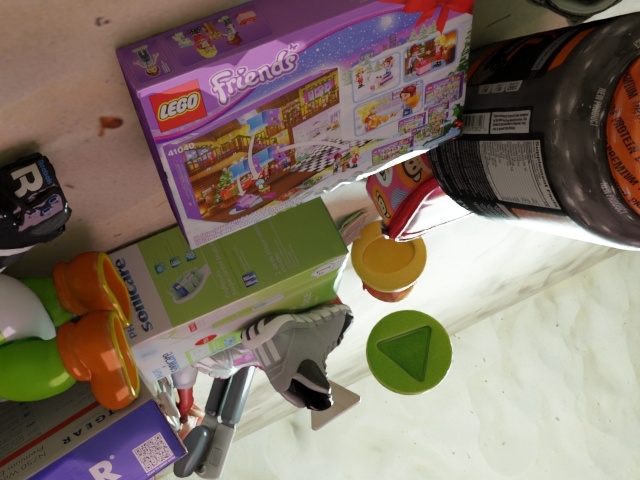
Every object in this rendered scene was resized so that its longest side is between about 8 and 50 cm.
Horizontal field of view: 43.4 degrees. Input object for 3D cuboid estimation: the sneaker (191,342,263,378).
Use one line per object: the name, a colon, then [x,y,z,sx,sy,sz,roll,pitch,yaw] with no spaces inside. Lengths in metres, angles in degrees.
sneaker: [-0.133,0.161,1.366,0.252,0.103,0.111,5,117,-42]

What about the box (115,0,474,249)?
box: [-0.007,-0.124,0.700,0.293,0.057,0.201,-23,146,-12]

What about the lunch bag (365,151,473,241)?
lunch bag: [0.207,-0.105,1.077,0.293,0.120,0.258,-21,166,-15]

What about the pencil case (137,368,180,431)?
pencil case: [-0.411,0.279,1.161,0.410,0.159,0.183,-22,-176,-17]

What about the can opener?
can opener: [-0.182,0.306,1.468,0.093,0.074,0.280,28,81,-66]

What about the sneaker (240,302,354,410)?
sneaker: [-0.009,0.162,1.078,0.086,0.132,0.229,-35,163,30]

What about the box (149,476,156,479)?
box: [-0.277,0.289,0.973,0.123,0.128,0.257,-28,-154,-8]

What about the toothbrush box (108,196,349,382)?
toothbrush box: [-0.121,0.054,1.022,0.283,0.122,0.206,-22,163,-12]

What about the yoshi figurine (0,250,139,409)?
yoshi figurine: [-0.367,0.150,0.816,0.362,0.202,0.203,-15,174,-6]

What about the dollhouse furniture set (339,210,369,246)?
dollhouse furniture set: [0.000,0.000,1.211,0.152,0.058,0.076,-41,162,-27]

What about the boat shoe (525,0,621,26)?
boat shoe: [0.205,-0.236,0.676,0.121,0.119,0.335,-39,159,33]

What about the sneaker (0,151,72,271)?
sneaker: [-0.275,-0.035,0.631,0.121,0.079,0.217,-32,171,4]

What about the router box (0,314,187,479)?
router box: [-0.353,0.236,0.891,0.335,0.082,0.301,-32,-154,-17]

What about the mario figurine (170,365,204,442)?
mario figurine: [-0.319,0.291,1.480,0.198,0.170,0.320,6,156,14]

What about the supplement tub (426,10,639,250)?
supplement tub: [0.256,-0.104,0.772,0.207,0.207,0.338,-23,-166,-14]

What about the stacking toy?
stacking toy: [0.051,0.145,1.285,0.309,0.279,0.130,-21,161,-6]
